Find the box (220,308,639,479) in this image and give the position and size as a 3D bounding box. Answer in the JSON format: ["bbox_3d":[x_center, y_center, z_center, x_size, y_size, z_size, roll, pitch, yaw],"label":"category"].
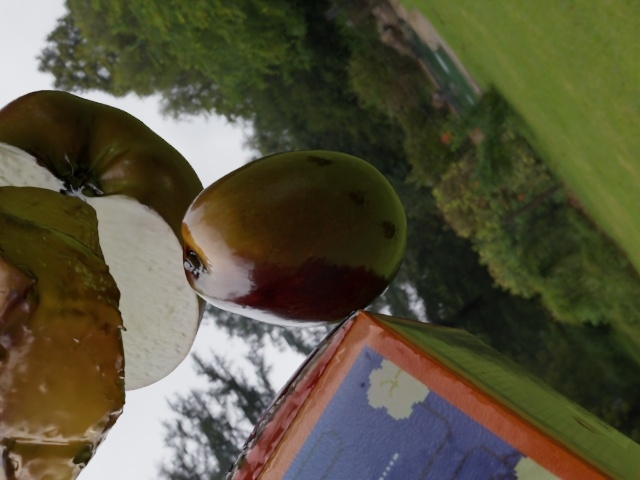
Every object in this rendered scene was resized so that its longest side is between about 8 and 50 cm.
[{"bbox_3d":[0.093,0.254,0.741,0.257,0.319,0.348,35,-173,22],"label":"box"}]

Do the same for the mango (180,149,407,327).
[{"bbox_3d":[0.000,0.000,0.631,0.111,0.133,0.267,32,-170,23],"label":"mango"}]

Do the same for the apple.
[{"bbox_3d":[-0.292,0.012,0.997,0.328,0.365,0.295,-12,-124,-38],"label":"apple"}]

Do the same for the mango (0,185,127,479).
[{"bbox_3d":[-0.248,0.118,0.693,0.199,0.350,0.201,34,-148,17],"label":"mango"}]
